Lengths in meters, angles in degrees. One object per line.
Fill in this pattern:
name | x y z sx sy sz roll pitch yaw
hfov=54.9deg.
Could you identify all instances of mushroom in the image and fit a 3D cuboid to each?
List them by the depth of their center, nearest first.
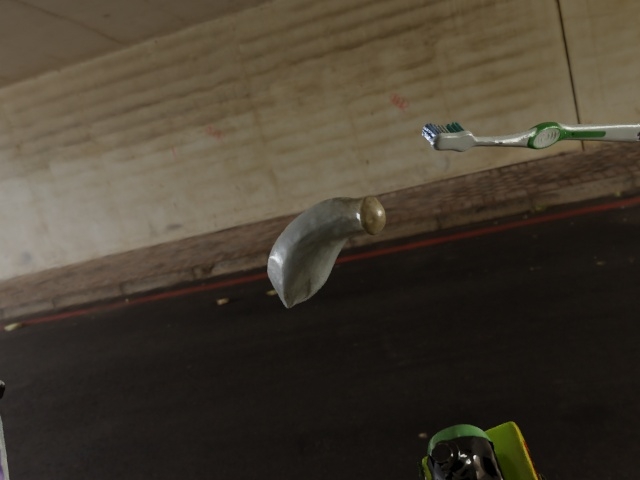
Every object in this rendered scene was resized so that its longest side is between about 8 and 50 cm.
mushroom | 0.000 0.000 1.022 0.103 0.118 0.270 -24 -17 -47

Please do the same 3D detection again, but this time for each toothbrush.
toothbrush | 0.237 -0.107 0.636 0.304 0.030 0.030 -5 6 -25

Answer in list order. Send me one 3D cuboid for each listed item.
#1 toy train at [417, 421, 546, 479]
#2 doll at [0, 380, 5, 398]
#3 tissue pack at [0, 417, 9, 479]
toy train | 0.133 0.253 0.395 0.100 0.160 0.296 -28 37 16
doll | -0.406 0.144 0.639 0.091 0.067 0.219 16 -14 8
tissue pack | -0.504 0.298 0.622 0.160 0.242 0.338 -37 -26 28
